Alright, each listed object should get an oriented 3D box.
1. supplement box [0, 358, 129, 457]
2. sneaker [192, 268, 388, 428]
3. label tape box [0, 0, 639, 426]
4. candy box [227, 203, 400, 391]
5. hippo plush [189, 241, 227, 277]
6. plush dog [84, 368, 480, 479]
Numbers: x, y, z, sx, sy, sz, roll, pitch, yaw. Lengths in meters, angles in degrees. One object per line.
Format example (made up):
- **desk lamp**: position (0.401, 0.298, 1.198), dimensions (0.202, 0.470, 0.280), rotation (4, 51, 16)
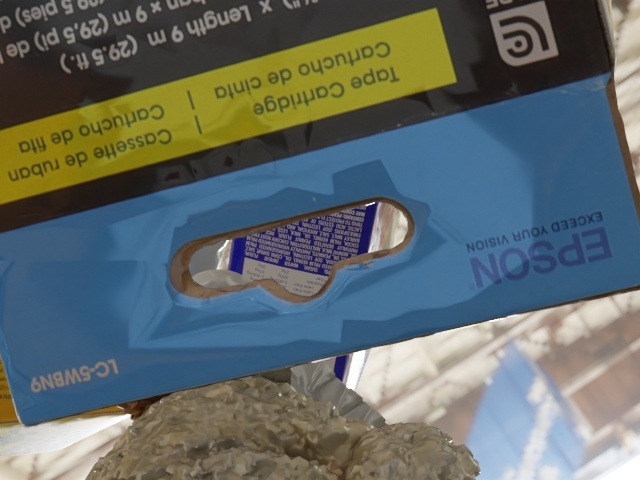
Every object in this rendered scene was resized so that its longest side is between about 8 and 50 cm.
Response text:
- **supplement box**: position (-0.358, 0.052, 1.898), dimensions (0.195, 0.357, 0.194), rotation (-2, -17, -39)
- **sneaker**: position (-0.018, 0.123, 1.048), dimensions (0.090, 0.235, 0.095), rotation (-32, -3, -20)
- **label tape box**: position (-0.034, -0.128, 0.592), dimensions (0.240, 0.334, 0.106), rotation (-13, 10, 16)
- **candy box**: position (0.000, 0.000, 1.465), dimensions (0.268, 0.122, 0.317), rotation (-68, -10, -57)
- **hippo plush**: position (-0.215, -0.038, 1.706), dimensions (0.236, 0.234, 0.294), rotation (-2, -71, -49)
- **plush dog**: position (-0.076, 0.169, 0.848), dimensions (0.262, 0.210, 0.225), rotation (-43, 4, 32)
